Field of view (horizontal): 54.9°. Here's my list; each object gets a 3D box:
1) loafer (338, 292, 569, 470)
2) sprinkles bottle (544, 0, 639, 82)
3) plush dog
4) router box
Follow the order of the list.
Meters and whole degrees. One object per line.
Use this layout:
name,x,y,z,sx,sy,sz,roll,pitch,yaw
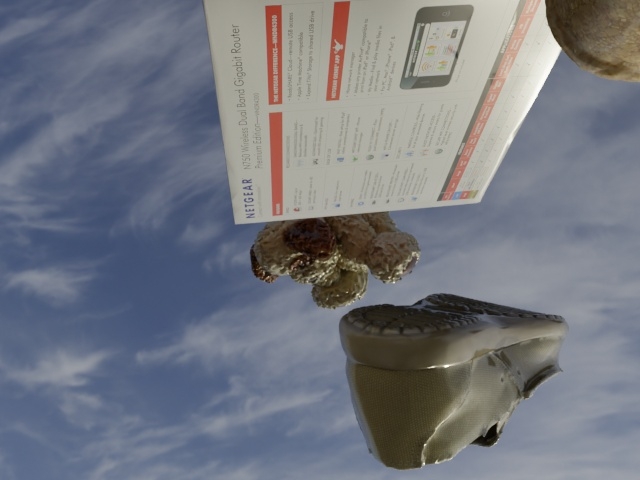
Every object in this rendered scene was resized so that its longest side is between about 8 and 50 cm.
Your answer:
loafer,0.097,0.090,0.432,0.101,0.268,0.092,9,-88,39
sprinkles bottle,0.202,-0.196,0.265,0.121,0.355,0.121,-1,-100,5
plush dog,0.000,0.000,1.016,0.262,0.225,0.211,-33,-113,53
router box,0.050,-0.143,0.601,0.301,0.082,0.335,-5,-27,-7
